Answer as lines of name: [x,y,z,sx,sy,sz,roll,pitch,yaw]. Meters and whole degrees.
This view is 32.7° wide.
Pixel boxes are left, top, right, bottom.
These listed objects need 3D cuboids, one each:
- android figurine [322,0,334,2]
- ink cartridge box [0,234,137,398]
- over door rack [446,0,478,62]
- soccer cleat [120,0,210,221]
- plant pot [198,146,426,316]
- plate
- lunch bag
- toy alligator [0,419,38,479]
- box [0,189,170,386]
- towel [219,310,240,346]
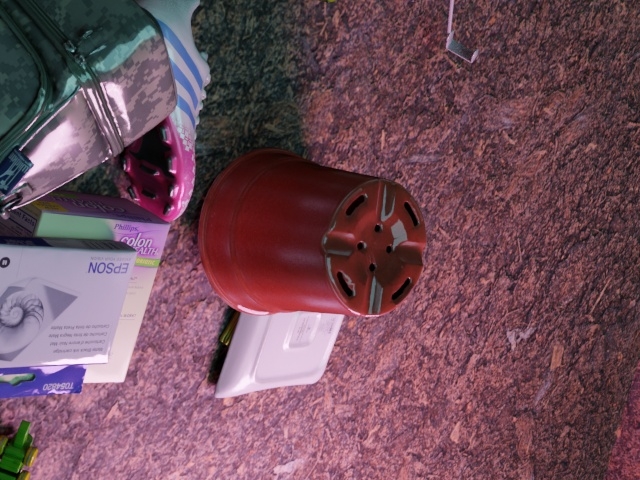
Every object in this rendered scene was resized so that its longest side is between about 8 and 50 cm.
android figurine: [0.071,-0.483,1.616,0.248,0.056,0.273,-24,149,-41]
ink cartridge box: [-0.351,0.106,1.363,0.223,0.045,0.224,3,109,-49]
over door rack: [0.256,-0.481,1.793,0.239,0.108,0.324,-53,154,-12]
soccer cleat: [-0.200,-0.184,1.504,0.143,0.116,0.331,-38,139,-43]
plant pot: [0.000,0.000,1.654,0.272,0.265,0.272,-6,100,-39]
plate: [-0.041,0.146,1.898,0.278,0.045,0.277,0,113,-52]
lunch bag: [-0.336,-0.201,1.183,0.256,0.305,0.212,-38,166,-11]
toy alligator: [-0.449,0.340,1.571,0.051,0.056,0.190,-79,-171,-82]
box: [-0.348,0.062,1.473,0.213,0.117,0.243,5,107,-49]
towel: [-0.079,0.090,1.864,0.237,0.021,0.102,-58,140,-6]
